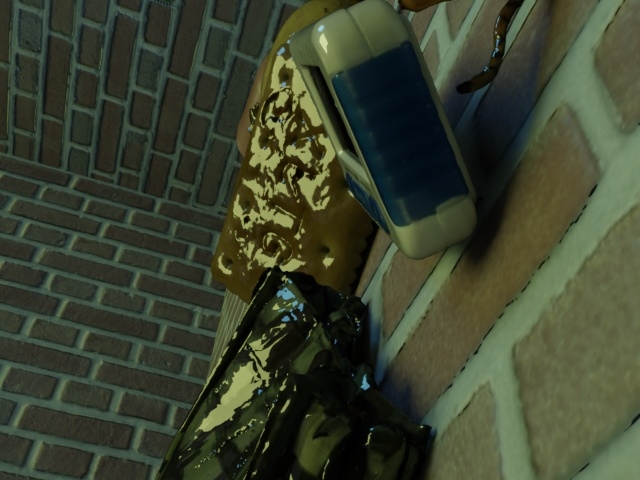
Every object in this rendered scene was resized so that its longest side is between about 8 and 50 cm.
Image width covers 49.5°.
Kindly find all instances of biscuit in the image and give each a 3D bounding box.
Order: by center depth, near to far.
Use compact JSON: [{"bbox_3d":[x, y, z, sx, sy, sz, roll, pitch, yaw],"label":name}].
[{"bbox_3d":[-0.023,-0.055,0.829,0.217,0.044,0.325,32,111,33],"label":"biscuit"}]

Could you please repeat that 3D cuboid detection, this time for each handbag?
[{"bbox_3d":[-0.049,0.220,0.618,0.327,0.162,0.325,-64,15,9],"label":"handbag"}]

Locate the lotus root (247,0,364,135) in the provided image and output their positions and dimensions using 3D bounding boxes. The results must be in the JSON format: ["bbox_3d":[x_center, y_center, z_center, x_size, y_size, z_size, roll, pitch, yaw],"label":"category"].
[{"bbox_3d":[0.009,-0.245,0.964,0.183,0.182,0.310,133,152,-69],"label":"lotus root"}]

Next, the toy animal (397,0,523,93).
[{"bbox_3d":[0.135,-0.216,0.495,0.114,0.116,0.255,22,-106,-57],"label":"toy animal"}]

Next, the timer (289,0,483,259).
[{"bbox_3d":[0.046,-0.098,0.557,0.253,0.078,0.178,-113,-1,-73],"label":"timer"}]

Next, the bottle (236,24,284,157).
[{"bbox_3d":[-0.033,-0.275,1.277,0.206,0.173,0.297,-39,-15,-37],"label":"bottle"}]
